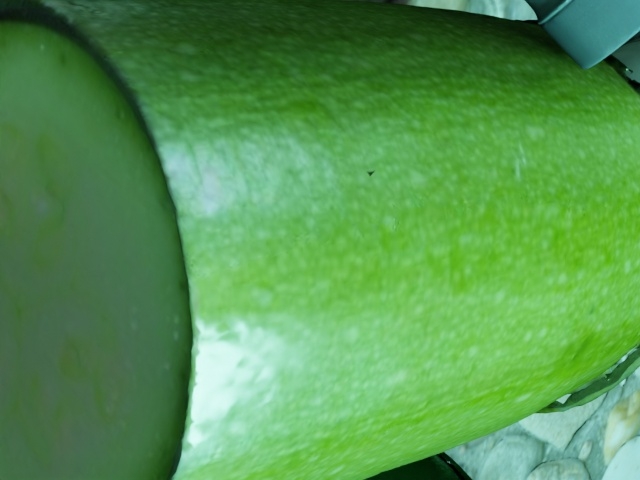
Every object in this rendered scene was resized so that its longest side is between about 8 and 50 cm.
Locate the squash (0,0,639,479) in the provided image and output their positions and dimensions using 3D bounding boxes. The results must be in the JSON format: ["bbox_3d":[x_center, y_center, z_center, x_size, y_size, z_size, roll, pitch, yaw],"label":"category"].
[{"bbox_3d":[0.000,0.000,0.663,0.384,0.263,0.263,-8,114,-44],"label":"squash"}]

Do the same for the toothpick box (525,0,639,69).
[{"bbox_3d":[0.124,-0.179,0.649,0.153,0.101,0.101,47,68,-4],"label":"toothpick box"}]

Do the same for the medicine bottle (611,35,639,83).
[{"bbox_3d":[0.272,-0.096,0.991,0.215,0.135,0.135,-29,128,-33],"label":"medicine bottle"}]

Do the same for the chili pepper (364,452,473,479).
[{"bbox_3d":[0.018,0.234,0.804,0.233,0.256,0.248,21,99,-48],"label":"chili pepper"}]
